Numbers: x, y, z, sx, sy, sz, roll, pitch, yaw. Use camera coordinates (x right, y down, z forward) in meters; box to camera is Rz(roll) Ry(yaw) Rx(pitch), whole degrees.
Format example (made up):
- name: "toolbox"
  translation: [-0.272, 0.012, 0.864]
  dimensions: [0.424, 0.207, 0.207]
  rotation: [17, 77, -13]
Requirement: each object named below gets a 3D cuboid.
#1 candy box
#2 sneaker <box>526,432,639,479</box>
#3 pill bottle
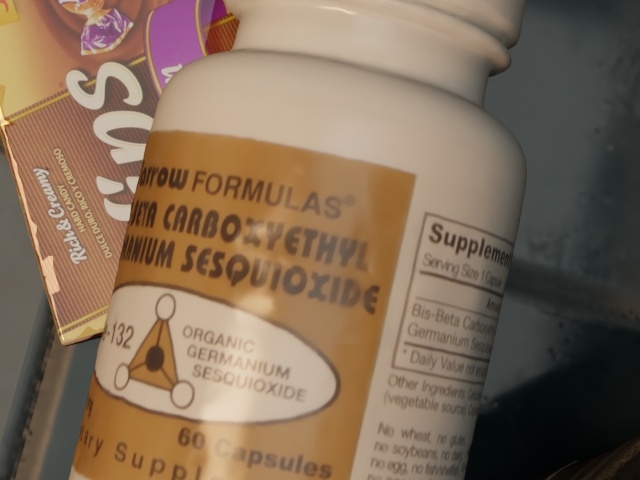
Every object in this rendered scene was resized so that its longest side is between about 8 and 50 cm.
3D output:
- name: "candy box"
  translation: [-0.078, -0.060, 0.540]
  dimensions: [0.109, 0.053, 0.186]
  rotation: [-15, 88, -8]
- name: "sneaker"
  translation: [0.283, 0.114, 0.485]
  dimensions: [0.483, 0.202, 0.185]
  rotation: [-15, 72, -7]
- name: "pill bottle"
  translation: [0.000, 0.000, 0.455]
  dimensions: [0.131, 0.131, 0.229]
  rotation: [13, 86, -5]
